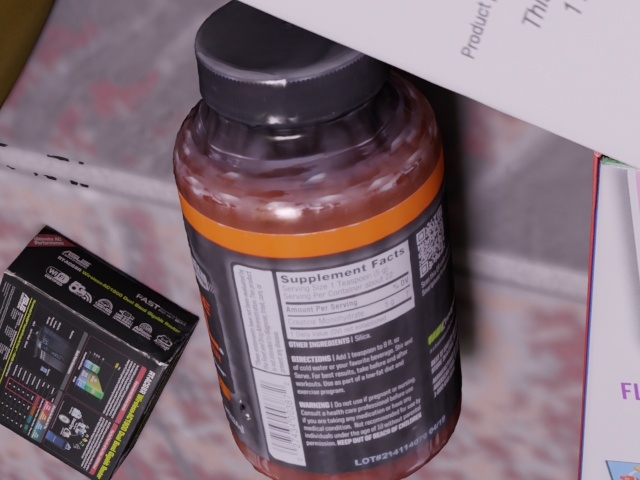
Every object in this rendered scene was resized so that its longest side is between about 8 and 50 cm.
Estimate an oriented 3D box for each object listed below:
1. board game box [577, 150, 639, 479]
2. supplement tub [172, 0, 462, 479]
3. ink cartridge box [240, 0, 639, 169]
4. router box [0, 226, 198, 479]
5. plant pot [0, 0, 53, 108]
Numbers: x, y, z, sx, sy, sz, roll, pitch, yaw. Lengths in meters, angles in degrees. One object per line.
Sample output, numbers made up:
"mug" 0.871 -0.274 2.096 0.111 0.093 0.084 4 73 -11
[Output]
"board game box" 0.224 0.096 0.581 0.242 0.064 0.316 12 131 19
"supplement tub" 0.000 0.000 0.594 0.106 0.106 0.198 9 129 22
"ink cartridge box" 0.020 -0.160 0.375 0.289 0.211 0.121 24 136 10
"router box" -0.125 0.062 0.759 0.092 0.038 0.122 32 135 1
"plant pot" -0.225 -0.092 0.580 0.212 0.212 0.187 26 147 6
